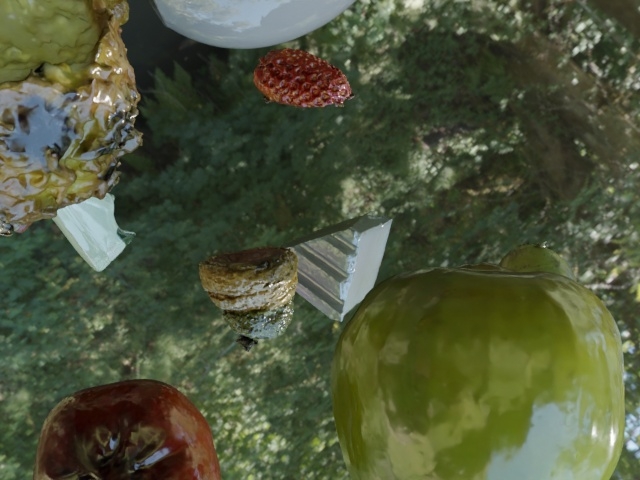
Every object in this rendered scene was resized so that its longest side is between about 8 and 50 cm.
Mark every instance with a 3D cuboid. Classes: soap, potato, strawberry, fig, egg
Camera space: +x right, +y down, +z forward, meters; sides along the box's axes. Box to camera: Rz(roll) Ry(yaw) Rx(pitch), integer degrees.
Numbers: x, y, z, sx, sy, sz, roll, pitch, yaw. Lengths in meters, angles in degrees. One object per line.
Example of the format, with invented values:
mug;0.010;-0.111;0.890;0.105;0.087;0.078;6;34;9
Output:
soap;0.000;0.000;1.457;0.159;0.302;0.257;-29;141;-42
potato;0.392;0.127;1.086;0.144;0.248;0.169;-21;147;0
strawberry;-0.028;-0.278;1.035;0.121;0.188;0.082;-43;136;-30
fig;0.171;0.193;0.702;0.343;0.343;0.343;-44;175;-5
egg;-0.036;-0.250;0.484;0.232;0.176;0.176;-33;173;-7

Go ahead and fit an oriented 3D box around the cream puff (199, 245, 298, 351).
cream puff;-0.122;0.107;1.130;0.184;0.168;0.183;-6;-170;1

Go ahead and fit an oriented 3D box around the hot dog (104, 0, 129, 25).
hot dog;-0.363;-0.447;0.997;0.066;0.215;0.047;-17;176;-27

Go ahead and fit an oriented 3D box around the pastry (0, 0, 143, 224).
pastry;-0.416;-0.196;0.750;0.292;0.405;0.337;-45;-177;-41

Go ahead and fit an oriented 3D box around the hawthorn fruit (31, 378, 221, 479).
hawthorn fruit;-0.284;0.347;0.947;0.295;0.295;0.311;-45;-175;9

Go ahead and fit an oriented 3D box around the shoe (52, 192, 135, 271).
shoe;-0.439;-0.074;1.132;0.110;0.264;0.095;-38;-149;-26

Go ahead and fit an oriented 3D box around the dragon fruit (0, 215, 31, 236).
dragon fruit;-0.648;-0.092;1.292;0.224;0.148;0.218;-5;143;-7
